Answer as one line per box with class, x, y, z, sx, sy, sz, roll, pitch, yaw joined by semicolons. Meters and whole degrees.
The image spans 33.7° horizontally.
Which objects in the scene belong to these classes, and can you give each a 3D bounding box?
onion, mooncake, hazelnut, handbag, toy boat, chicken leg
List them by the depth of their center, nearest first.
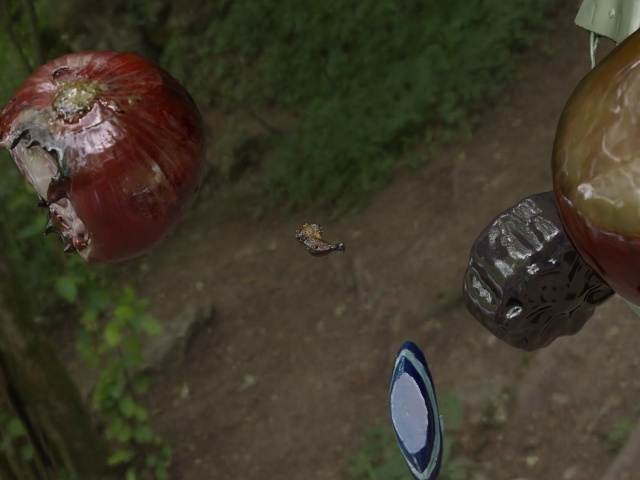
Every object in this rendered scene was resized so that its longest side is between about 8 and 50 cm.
hazelnut;0.442;-0.101;1.089;0.409;0.359;0.359;-34;16;22
toy boat;0.161;0.299;1.630;0.070;0.292;0.210;-9;47;12
onion;-0.339;-0.150;1.667;0.341;0.341;0.341;-10;24;4
mooncake;0.377;0.057;1.734;0.283;0.283;0.141;-20;45;-19
handbag;0.561;-0.455;1.977;0.109;0.315;0.241;17;18;-20
chicken leg;-0.003;0.004;2.124;0.062;0.037;0.145;-57;41;5

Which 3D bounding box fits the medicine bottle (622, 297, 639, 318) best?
medicine bottle;0.516;0.057;1.398;0.123;0.375;0.282;-37;13;40
